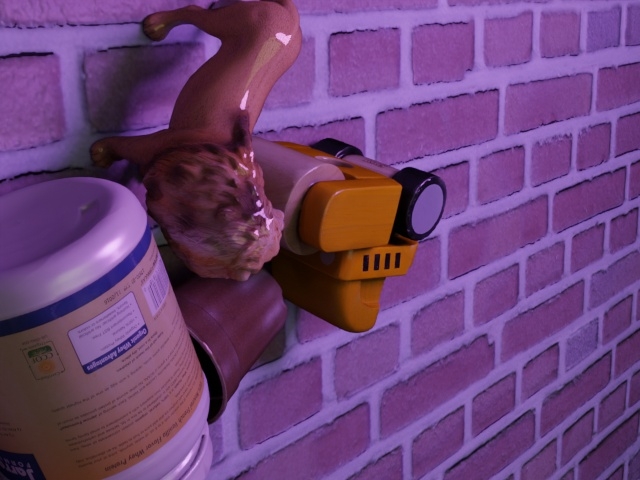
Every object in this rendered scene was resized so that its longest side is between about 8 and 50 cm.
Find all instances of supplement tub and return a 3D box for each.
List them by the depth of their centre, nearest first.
[{"bbox_3d":[-0.243,0.120,0.915,0.228,0.228,0.316,-39,126,-38],"label":"supplement tub"}]

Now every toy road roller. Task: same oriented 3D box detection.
[{"bbox_3d":[0.000,0.000,1.210,0.329,0.202,0.240,-3,111,-51],"label":"toy road roller"}]

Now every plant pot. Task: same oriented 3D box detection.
[{"bbox_3d":[-0.134,0.108,1.108,0.165,0.167,0.167,-44,130,-45],"label":"plant pot"}]

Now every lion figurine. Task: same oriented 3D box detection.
[{"bbox_3d":[-0.105,-0.155,1.007,0.142,0.240,0.392,24,80,-50],"label":"lion figurine"}]
